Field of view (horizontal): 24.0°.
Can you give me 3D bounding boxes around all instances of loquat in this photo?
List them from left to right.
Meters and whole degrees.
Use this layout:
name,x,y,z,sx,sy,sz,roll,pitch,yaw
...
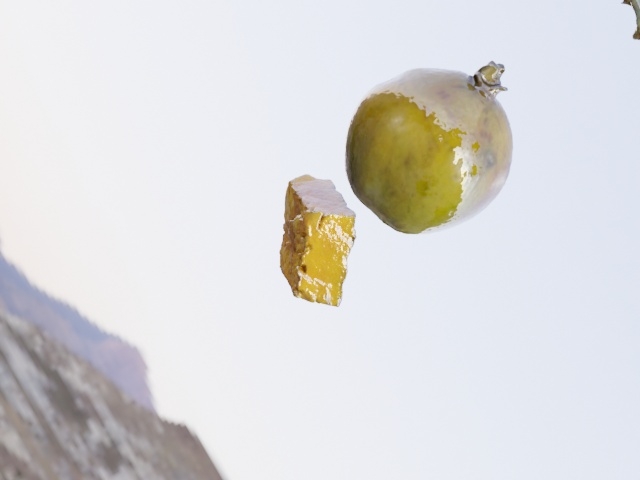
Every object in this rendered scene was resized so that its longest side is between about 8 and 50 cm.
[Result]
name,x,y,z,sx,sy,sz,roll,pitch,yaw
loquat,0.147,-0.127,1.890,0.213,0.246,0.213,32,24,-17

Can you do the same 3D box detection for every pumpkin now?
name,x,y,z,sx,sy,sz,roll,pitch,yaw
pumpkin,0.000,0.000,1.095,0.083,0.053,0.074,-124,-140,-62

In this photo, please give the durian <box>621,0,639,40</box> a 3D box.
name,x,y,z,sx,sy,sz,roll,pitch,yaw
durian,0.376,-0.197,1.306,0.305,0.195,0.185,45,-11,11
